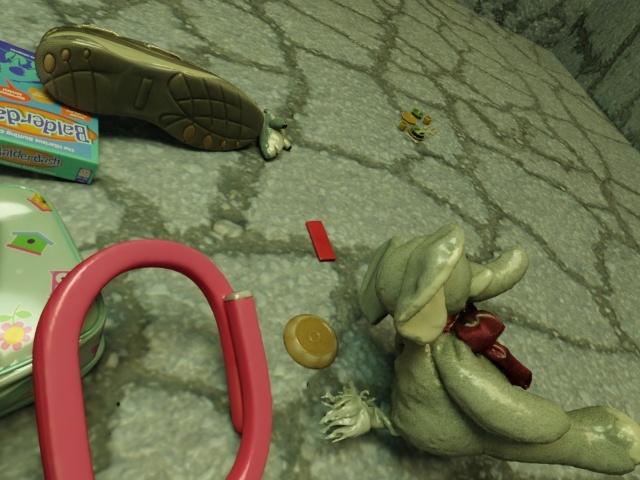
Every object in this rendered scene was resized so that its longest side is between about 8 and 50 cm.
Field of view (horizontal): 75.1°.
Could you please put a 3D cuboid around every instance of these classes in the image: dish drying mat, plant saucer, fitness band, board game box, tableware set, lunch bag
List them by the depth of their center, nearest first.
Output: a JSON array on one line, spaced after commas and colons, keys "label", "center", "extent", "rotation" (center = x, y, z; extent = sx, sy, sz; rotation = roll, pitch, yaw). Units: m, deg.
[{"label": "lunch bag", "center": [-0.357, 0.077, 0.366], "extent": [0.279, 0.108, 0.224], "rotation": [-24, 70, -40]}, {"label": "fitness band", "center": [-0.145, 0.141, 0.398], "extent": [0.209, 0.054, 0.290], "rotation": [-4, 80, -48]}, {"label": "plant saucer", "center": [-0.010, 0.136, 0.580], "extent": [0.083, 0.015, 0.083], "rotation": [16, 46, -17]}, {"label": "board game box", "center": [-0.407, -0.188, 0.592], "extent": [0.160, 0.047, 0.210], "rotation": [12, 46, -41]}, {"label": "dish drying mat", "center": [0.000, 0.000, 0.712], "extent": [0.032, 0.008, 0.083], "rotation": [0, 53, -29]}, {"label": "tableware set", "center": [0.262, -0.322, 1.138], "extent": [0.104, 0.024, 0.154], "rotation": [44, 45, 12]}]

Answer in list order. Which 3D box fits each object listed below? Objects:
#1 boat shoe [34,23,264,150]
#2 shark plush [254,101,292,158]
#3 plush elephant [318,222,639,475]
[{"label": "boat shoe", "center": [-0.252, -0.258, 0.682], "extent": [0.355, 0.132, 0.130], "rotation": [12, 42, -42]}, {"label": "shark plush", "center": [-0.121, -0.230, 0.817], "extent": [0.067, 0.073, 0.161], "rotation": [-34, 77, -12]}, {"label": "plush elephant", "center": [0.161, 0.103, 0.513], "extent": [0.330, 0.272, 0.255], "rotation": [1, 95, -10]}]
